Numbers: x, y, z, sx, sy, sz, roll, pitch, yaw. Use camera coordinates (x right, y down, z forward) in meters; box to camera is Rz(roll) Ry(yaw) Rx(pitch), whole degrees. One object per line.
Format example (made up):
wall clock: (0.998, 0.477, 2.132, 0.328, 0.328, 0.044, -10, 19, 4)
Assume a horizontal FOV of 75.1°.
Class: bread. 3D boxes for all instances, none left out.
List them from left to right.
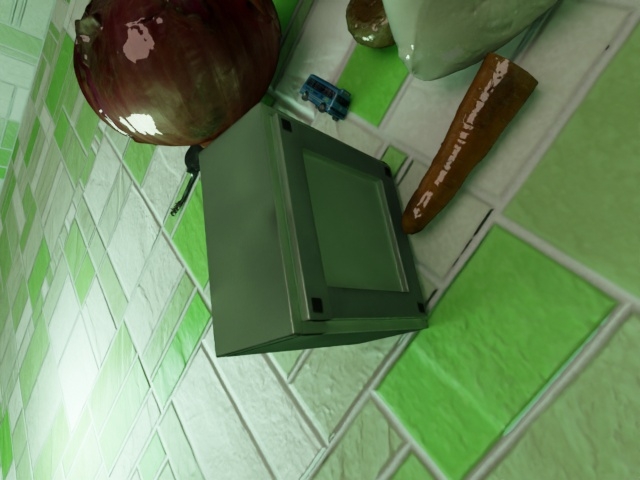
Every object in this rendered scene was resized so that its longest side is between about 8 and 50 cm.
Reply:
bread: (0.078, -0.304, 0.566, 0.082, 0.060, 0.113, -33, 59, 34)

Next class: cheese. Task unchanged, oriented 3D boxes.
cheese: (0.149, -0.296, 0.435, 0.198, 0.154, 0.189, -29, 59, 33)

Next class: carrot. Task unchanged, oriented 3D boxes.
carrot: (0.150, -0.093, 0.461, 0.061, 0.061, 0.210, 45, 115, 38)

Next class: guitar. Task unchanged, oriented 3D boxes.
guitar: (-0.275, -0.150, 0.892, 0.088, 0.025, 0.233, 47, 114, 36)

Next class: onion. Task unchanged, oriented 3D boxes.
onion: (-0.223, -0.313, 0.685, 0.353, 0.353, 0.354, -9, 76, 42)

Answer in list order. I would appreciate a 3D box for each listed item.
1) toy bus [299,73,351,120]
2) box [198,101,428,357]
toy bus: (0.008, -0.217, 0.630, 0.083, 0.038, 0.046, 45, 110, 38)
box: (0.000, 0.000, 0.470, 0.117, 0.225, 0.225, -25, 67, 38)
